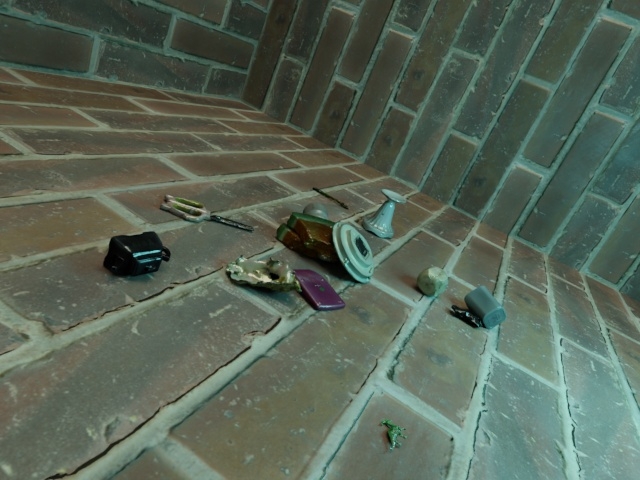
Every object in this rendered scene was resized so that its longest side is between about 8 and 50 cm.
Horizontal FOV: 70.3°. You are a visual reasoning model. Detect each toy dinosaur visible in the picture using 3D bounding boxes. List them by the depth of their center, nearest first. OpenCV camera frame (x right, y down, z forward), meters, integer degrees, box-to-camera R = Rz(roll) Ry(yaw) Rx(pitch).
[{"bbox_3d":[0.146,0.396,0.940,0.062,0.021,0.083,30,17,37],"label":"toy dinosaur"}]

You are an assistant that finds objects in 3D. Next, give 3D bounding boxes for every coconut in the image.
[{"bbox_3d":[0.427,0.152,1.708,0.110,0.110,0.125,35,30,28],"label":"coconut"}]

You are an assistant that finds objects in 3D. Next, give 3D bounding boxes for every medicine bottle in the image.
[{"bbox_3d":[-0.020,-0.078,1.793,0.105,0.104,0.168,19,20,-11],"label":"medicine bottle"}]

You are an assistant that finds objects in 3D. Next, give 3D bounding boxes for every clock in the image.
[{"bbox_3d":[0.128,0.034,1.588,0.236,0.053,0.236,40,35,-37],"label":"clock"}]

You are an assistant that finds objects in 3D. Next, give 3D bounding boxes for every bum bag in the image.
[{"bbox_3d":[0.520,0.270,1.615,0.125,0.034,0.058,30,14,14],"label":"bum bag"}]

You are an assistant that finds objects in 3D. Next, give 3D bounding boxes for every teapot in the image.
[{"bbox_3d":[-0.434,0.043,1.097,0.096,0.087,0.177,38,25,22],"label":"teapot"}]

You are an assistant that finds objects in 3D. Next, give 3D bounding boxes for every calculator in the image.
[{"bbox_3d":[-0.016,0.142,1.369,0.127,0.034,0.190,4,29,-45],"label":"calculator"}]

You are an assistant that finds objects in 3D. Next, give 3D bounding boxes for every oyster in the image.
[{"bbox_3d":[-0.161,0.101,1.279,0.209,0.071,0.132,0,32,-7],"label":"oyster"}]

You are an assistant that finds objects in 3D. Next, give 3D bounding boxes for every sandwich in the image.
[{"bbox_3d":[-0.010,-0.007,1.626,0.292,0.109,0.212,22,20,-6],"label":"sandwich"}]

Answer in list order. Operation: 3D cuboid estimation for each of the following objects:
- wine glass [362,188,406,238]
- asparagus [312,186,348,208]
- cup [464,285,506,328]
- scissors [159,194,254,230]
[{"bbox_3d":[0.298,-0.127,2.122,0.165,0.196,0.165,18,22,-8],"label":"wine glass"},{"bbox_3d":[0.053,-0.219,2.330,0.233,0.023,0.022,33,67,24],"label":"asparagus"},{"bbox_3d":[0.609,0.255,1.673,0.128,0.095,0.129,57,4,-35],"label":"cup"},{"bbox_3d":[-0.377,-0.086,1.548,0.318,0.024,0.160,17,21,-16],"label":"scissors"}]
